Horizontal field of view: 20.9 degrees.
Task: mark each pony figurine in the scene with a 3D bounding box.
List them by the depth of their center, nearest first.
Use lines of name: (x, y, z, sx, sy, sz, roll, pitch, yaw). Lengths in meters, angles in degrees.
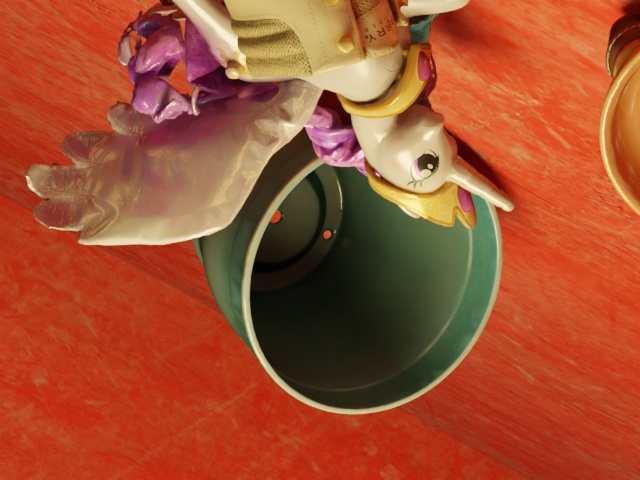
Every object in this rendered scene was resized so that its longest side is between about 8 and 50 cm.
pony figurine: (-0.038, -0.145, 1.285, 0.351, 0.302, 0.363, 11, 146, 21)

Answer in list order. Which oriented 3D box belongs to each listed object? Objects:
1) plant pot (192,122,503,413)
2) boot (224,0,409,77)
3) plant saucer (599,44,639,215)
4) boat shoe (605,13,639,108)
plant pot: (0.000, 0.000, 1.719, 0.272, 0.271, 0.255, 34, 179, -30)
boot: (0.011, -0.206, 1.001, 0.262, 0.095, 0.203, -14, 105, 44)
plant saucer: (0.288, -0.080, 1.167, 0.200, 0.037, 0.200, 6, 132, 6)
boat shoe: (0.293, -0.096, 1.228, 0.207, 0.073, 0.073, 33, -156, -14)
